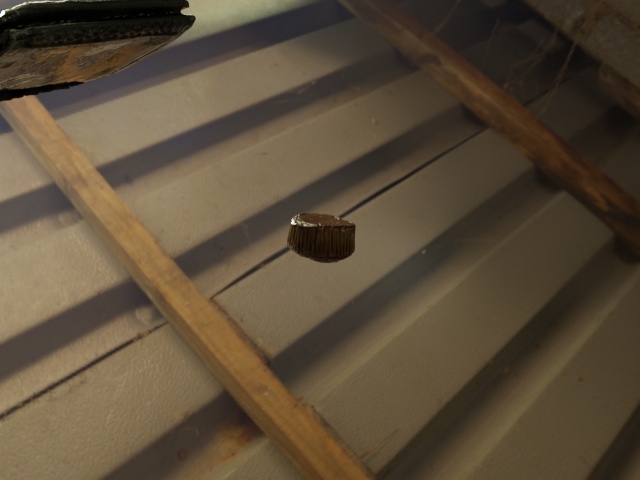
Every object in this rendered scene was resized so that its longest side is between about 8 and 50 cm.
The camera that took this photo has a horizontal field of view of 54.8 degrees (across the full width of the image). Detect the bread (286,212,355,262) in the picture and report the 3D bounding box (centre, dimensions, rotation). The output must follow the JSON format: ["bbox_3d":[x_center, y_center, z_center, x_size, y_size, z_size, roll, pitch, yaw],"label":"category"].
[{"bbox_3d":[0.000,0.000,0.742,0.085,0.053,0.085,6,-166,-1],"label":"bread"}]

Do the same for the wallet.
[{"bbox_3d":[-0.345,-0.249,0.806,0.075,0.237,0.342,65,-150,-11],"label":"wallet"}]
